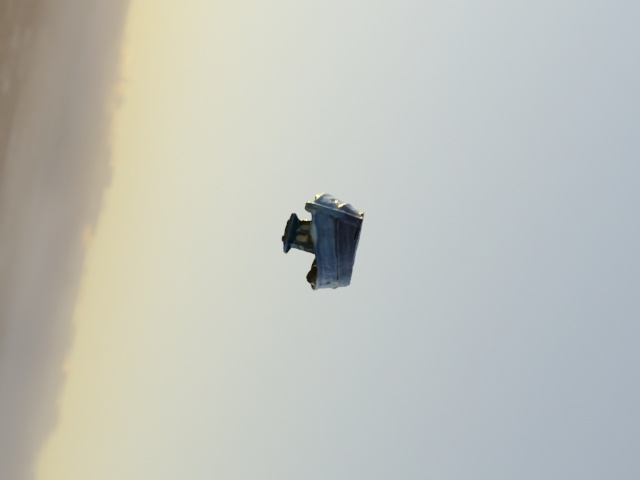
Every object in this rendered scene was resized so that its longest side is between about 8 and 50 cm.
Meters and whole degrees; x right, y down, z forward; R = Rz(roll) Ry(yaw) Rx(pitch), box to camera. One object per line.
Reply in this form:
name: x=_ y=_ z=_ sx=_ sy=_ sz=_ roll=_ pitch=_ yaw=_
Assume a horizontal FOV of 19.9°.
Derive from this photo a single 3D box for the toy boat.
toy boat: x=0.000 y=0.000 z=1.434 sx=0.137 sy=0.061 sz=0.060 roll=99 pitch=3 yaw=-71
